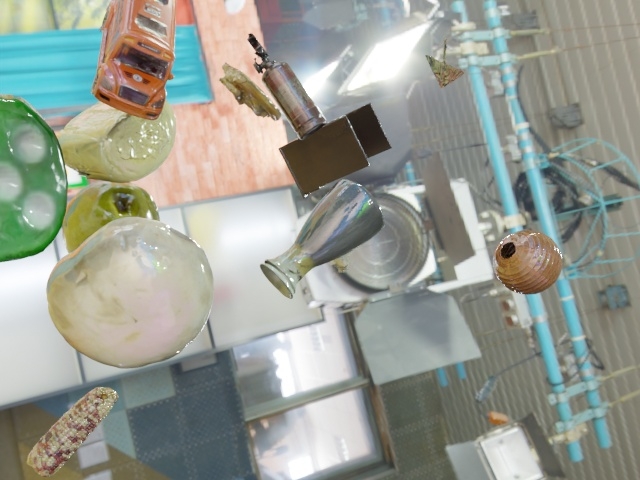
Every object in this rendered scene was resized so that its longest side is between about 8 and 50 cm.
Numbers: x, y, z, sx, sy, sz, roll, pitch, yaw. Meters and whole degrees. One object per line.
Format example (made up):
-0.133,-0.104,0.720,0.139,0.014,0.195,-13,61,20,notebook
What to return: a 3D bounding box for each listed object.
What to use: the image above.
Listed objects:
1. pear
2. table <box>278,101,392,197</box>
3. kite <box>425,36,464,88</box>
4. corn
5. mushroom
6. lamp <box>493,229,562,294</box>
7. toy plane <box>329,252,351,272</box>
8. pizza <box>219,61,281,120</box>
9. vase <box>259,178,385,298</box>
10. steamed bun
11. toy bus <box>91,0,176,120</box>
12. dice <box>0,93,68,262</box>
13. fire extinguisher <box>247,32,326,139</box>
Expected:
-0.563,-0.030,1.708,0.307,0.253,0.252,-45,-121,44,pear
0.057,-0.314,2.193,0.282,0.250,0.196,-21,-79,31,table
0.340,-0.484,1.747,0.139,0.011,0.156,34,-35,34,kite
-0.608,0.463,1.569,0.086,0.253,0.086,39,-14,11,corn
-0.430,0.097,1.418,0.353,0.325,0.352,5,-83,50,mushroom
0.421,0.044,1.298,0.136,0.137,0.136,41,-43,54,lamp
0.040,0.052,2.325,0.286,0.092,0.108,33,-29,61,toy plane
-0.268,-0.532,2.296,0.223,0.089,0.323,38,0,27,pizza
0.000,0.000,1.627,0.173,0.321,0.173,42,-21,19,vase
-0.476,-0.238,1.516,0.232,0.273,0.166,2,-50,32,steamed bun
-0.379,-0.408,1.334,0.153,0.143,0.329,-44,-141,39,toy bus
-0.670,-0.106,1.150,0.297,0.287,0.299,1,-80,24,dice
-0.080,-0.355,1.435,0.252,0.075,0.106,57,-13,-1,fire extinguisher
